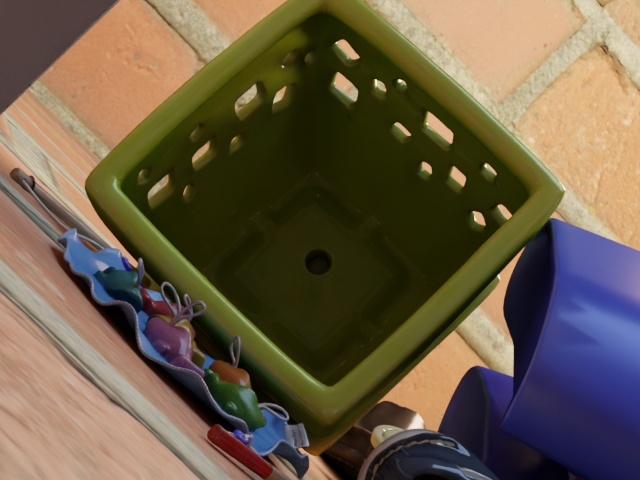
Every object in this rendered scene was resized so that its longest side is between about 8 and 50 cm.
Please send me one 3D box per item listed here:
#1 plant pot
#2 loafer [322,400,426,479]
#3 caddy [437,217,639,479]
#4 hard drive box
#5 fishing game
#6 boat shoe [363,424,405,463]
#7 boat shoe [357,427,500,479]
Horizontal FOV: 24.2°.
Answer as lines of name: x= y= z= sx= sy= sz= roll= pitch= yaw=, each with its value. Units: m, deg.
plant pot: x=0.000 y=0.000 z=1.025 sx=0.227 sy=0.228 sz=0.207 roll=44 pitch=-16 yaw=13
loafer: x=0.048 y=0.165 z=1.241 sx=0.080 sy=0.078 sz=0.220 roll=45 pitch=-2 yaw=-1
caddy: x=0.182 y=0.132 z=0.950 sx=0.179 sy=0.241 sz=0.341 roll=23 pitch=17 yaw=1
hard drive box: x=-0.183 y=-0.192 z=0.985 sx=0.089 sy=0.232 sz=0.181 roll=46 pitch=-3 yaw=-23
fishing game: x=-0.065 y=0.056 z=0.809 sx=0.189 sy=0.041 sz=0.264 roll=45 pitch=-1 yaw=-42
boat shoe: x=0.105 y=0.226 z=1.072 sx=0.228 sy=0.068 sz=0.081 roll=43 pitch=26 yaw=28
boat shoe: x=0.120 y=0.197 z=0.755 sx=0.254 sy=0.095 sz=0.079 roll=51 pitch=-2 yaw=-5
